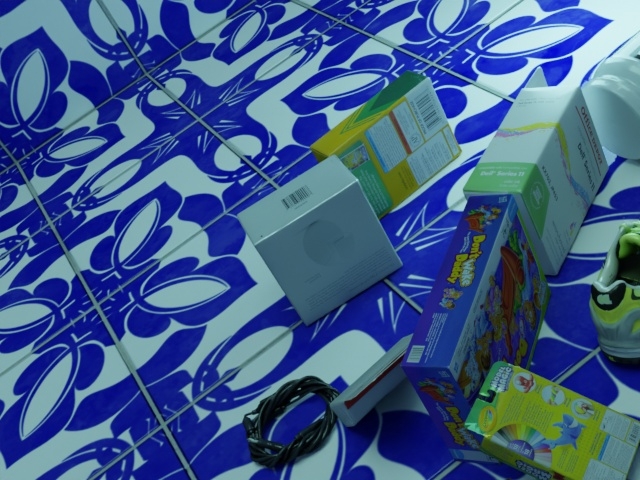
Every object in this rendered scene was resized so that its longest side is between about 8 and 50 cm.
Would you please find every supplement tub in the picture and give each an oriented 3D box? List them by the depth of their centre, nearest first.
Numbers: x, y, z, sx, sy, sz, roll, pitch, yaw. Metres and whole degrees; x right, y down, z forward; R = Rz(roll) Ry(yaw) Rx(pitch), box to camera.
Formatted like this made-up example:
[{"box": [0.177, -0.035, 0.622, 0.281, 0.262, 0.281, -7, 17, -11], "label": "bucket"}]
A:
[{"box": [0.629, -0.297, 1.742, 0.272, 0.191, 0.191, -40, 36, -14], "label": "supplement tub"}]

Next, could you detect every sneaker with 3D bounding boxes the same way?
[{"box": [0.537, 0.012, 1.468, 0.145, 0.147, 0.384, 4, 46, 41], "label": "sneaker"}]

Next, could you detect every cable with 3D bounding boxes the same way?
[{"box": [-0.047, 0.307, 1.611, 0.184, 0.047, 0.150, -25, 36, 7], "label": "cable"}]

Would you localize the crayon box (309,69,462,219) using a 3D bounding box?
[{"box": [0.119, -0.172, 1.943, 0.323, 0.203, 0.083, -39, 36, -13], "label": "crayon box"}]

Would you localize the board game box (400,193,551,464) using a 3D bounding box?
[{"box": [0.251, 0.131, 1.452, 0.078, 0.233, 0.347, -2, 44, 33], "label": "board game box"}]

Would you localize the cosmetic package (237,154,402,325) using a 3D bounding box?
[{"box": [0.000, 0.000, 1.800, 0.224, 0.224, 0.138, -32, 33, -2], "label": "cosmetic package"}]

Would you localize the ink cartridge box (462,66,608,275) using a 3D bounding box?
[{"box": [0.406, -0.135, 1.688, 0.119, 0.207, 0.353, 3, 48, 40], "label": "ink cartridge box"}]

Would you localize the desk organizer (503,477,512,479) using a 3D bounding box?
[{"box": [0.238, 0.394, 1.297, 0.047, 0.050, 0.130, -7, 42, 30], "label": "desk organizer"}]

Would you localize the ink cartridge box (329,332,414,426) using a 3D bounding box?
[{"box": [0.109, 0.217, 1.497, 0.181, 0.056, 0.224, -40, -2, -14], "label": "ink cartridge box"}]

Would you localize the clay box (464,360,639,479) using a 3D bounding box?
[{"box": [0.321, 0.267, 1.310, 0.222, 0.053, 0.127, 24, 57, 17], "label": "clay box"}]
